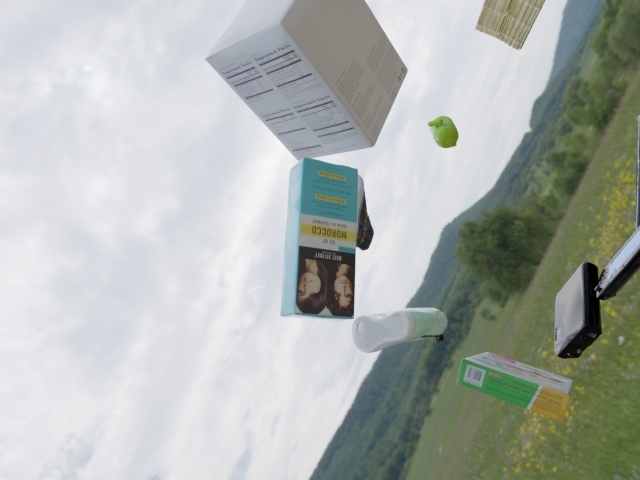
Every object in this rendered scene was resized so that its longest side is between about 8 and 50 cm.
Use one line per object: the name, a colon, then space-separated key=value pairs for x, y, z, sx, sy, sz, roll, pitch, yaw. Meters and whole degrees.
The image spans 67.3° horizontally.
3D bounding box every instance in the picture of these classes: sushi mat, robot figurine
sushi mat: x=0.511 y=-0.640 z=1.260 sx=0.019 sy=0.152 sz=0.316 roll=-51 pitch=-14 yaw=-13
robot figurine: x=0.342 y=-0.300 z=1.327 sx=0.101 sy=0.067 sz=0.115 roll=47 pitch=-156 yaw=-35

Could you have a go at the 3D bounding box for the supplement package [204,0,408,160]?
supplement package: x=-0.015 y=-0.312 z=0.857 sx=0.263 sy=0.198 sz=0.199 roll=44 pitch=-121 yaw=-36

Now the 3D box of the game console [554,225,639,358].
game console: x=0.592 y=0.079 z=1.001 sx=0.213 sy=0.044 sz=0.361 roll=-57 pitch=-13 yaw=-47

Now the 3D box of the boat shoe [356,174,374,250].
boat shoe: x=0.091 y=-0.067 z=1.182 sx=0.083 sy=0.065 sz=0.183 roll=29 pitch=-118 yaw=-43

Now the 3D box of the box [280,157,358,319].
box: x=0.000 y=0.000 z=0.754 sx=0.060 sy=0.101 sz=0.244 roll=154 pitch=121 yaw=-63

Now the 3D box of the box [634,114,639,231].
box: x=0.939 y=-0.156 z=1.165 sx=0.294 sy=0.297 sz=0.182 roll=56 pitch=-134 yaw=-41

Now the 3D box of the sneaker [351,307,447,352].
sneaker: x=0.190 y=0.217 z=1.161 sx=0.151 sy=0.256 sz=0.094 roll=3 pitch=-106 yaw=-29

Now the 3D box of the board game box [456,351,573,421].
board game box: x=0.512 y=0.364 z=1.240 sx=0.317 sy=0.243 sz=0.064 roll=17 pitch=-92 yaw=-59
